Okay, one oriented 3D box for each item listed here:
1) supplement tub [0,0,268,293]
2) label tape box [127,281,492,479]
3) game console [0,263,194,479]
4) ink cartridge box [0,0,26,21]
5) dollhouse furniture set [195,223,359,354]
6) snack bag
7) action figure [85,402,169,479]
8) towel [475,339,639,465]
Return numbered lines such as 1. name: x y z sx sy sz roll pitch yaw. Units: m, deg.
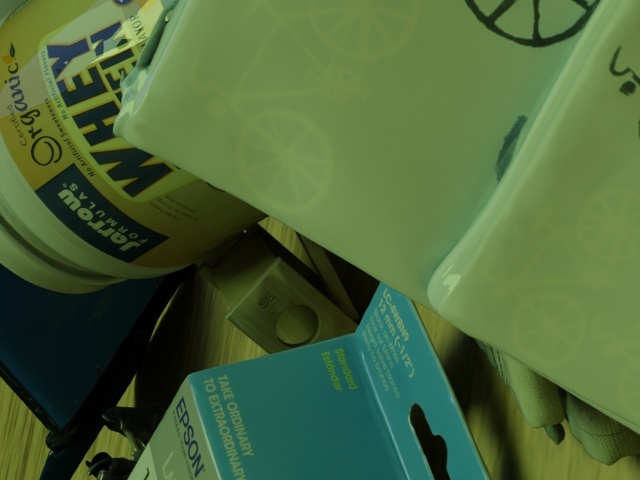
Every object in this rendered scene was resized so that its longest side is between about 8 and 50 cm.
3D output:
1. supplement tub: -0.103 -0.109 1.143 0.316 0.228 0.228 -30 44 37
2. label tape box: -0.030 0.214 0.988 0.347 0.115 0.249 -61 38 38
3. game console: -0.254 0.095 1.537 0.173 0.250 0.293 -28 20 32
4. ink cartridge box: -0.151 -0.305 1.439 0.385 0.160 0.279 -35 31 9
5. dollhouse furniture set: 0.000 0.000 1.216 0.161 0.101 0.182 -47 23 3
6. snack bag: 0.110 -0.087 0.618 0.323 0.343 0.037 -62 -5 32
7. action figure: -0.151 0.239 1.332 0.275 0.141 0.164 -83 17 -70
8. towel: 0.042 -0.056 0.852 0.056 0.324 0.312 -29 23 -4
